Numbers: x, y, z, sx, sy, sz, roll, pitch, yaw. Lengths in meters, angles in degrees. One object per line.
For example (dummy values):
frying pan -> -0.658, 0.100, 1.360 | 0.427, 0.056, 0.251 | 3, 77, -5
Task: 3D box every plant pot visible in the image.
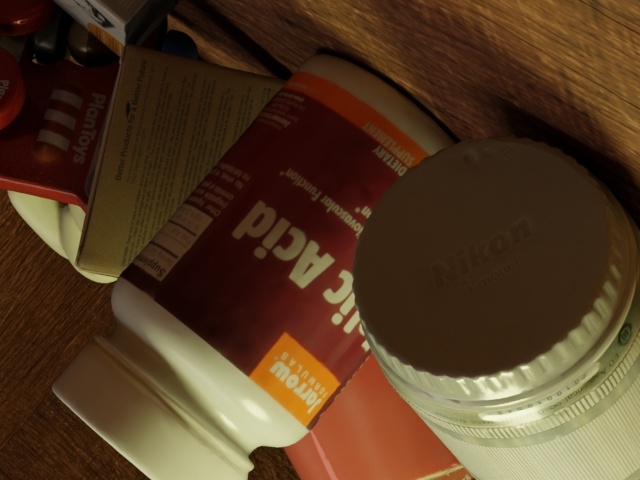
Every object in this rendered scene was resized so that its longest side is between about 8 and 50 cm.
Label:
plant pot -> 0.054, 0.179, 1.867 | 0.275, 0.275, 0.243 | 85, 167, -79

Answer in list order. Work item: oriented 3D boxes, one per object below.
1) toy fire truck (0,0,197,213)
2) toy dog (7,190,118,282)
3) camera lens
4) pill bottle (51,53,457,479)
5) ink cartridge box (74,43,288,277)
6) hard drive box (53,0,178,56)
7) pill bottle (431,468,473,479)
toy fire truck -> -0.275, -0.176, 1.743 | 0.253, 0.302, 0.169 | 14, 157, 2
toy dog -> -0.161, -0.020, 1.934 | 0.408, 0.284, 0.395 | 4, 118, 63
camera lens -> 0.164, 0.071, 1.232 | 0.219, 0.219, 0.274 | 35, 171, 35
pill bottle -> -0.047, 0.043, 1.433 | 0.224, 0.392, 0.224 | 39, 172, 6
ink cartridge box -> -0.134, -0.064, 1.622 | 0.193, 0.235, 0.088 | 13, 177, -7
hard drive box -> -0.258, -0.304, 1.606 | 0.232, 0.089, 0.181 | 40, 172, -1
pill bottle -> 0.190, 0.257, 2.176 | 0.121, 0.216, 0.121 | 39, 173, 6
